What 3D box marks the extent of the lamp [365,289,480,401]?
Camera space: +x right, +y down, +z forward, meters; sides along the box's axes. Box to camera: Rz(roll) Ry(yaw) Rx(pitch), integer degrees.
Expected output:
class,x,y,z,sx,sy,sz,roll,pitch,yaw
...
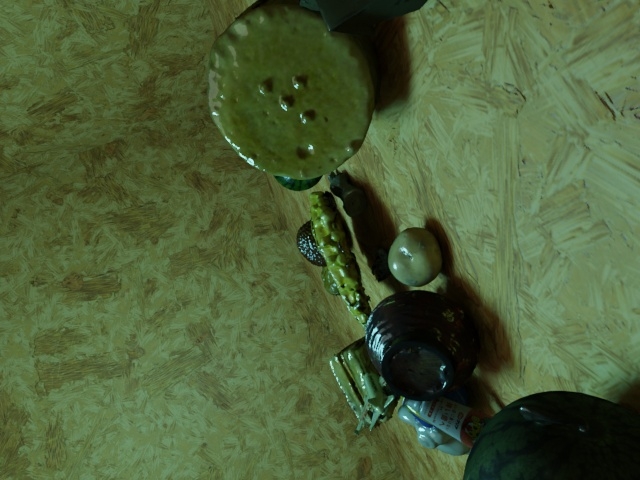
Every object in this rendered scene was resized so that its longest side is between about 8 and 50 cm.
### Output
class,x,y,z,sx,sy,sz,roll,pitch,yaw
lamp,0.213,0.216,0.899,0.247,0.247,0.247,157,90,-79

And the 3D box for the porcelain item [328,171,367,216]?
class,x,y,z,sx,sy,sz,roll,pitch,yaw
porcelain item,0.066,-0.158,1.256,0.216,0.069,0.081,-120,7,-53

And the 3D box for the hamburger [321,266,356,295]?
class,x,y,z,sx,sy,sz,roll,pitch,yaw
hamburger,0.069,0.124,1.649,0.183,0.130,0.206,55,162,40

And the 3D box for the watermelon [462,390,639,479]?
class,x,y,z,sx,sy,sz,roll,pitch,yaw
watermelon,0.311,0.337,0.500,0.279,0.278,0.359,-137,30,-65

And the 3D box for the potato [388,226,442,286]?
class,x,y,z,sx,sy,sz,roll,pitch,yaw
potato,0.199,0.037,0.891,0.112,0.112,0.147,-125,23,-48

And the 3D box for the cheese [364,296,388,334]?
class,x,y,z,sx,sy,sz,roll,pitch,yaw
cheese,0.242,0.338,1.252,0.316,0.128,0.259,61,166,17

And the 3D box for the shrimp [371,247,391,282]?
class,x,y,z,sx,sy,sz,roll,pitch,yaw
shrimp,0.176,0.082,1.224,0.065,0.056,0.165,46,152,20

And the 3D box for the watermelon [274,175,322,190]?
class,x,y,z,sx,sy,sz,roll,pitch,yaw
watermelon,-0.073,-0.255,1.369,0.215,0.188,0.188,-127,16,-75

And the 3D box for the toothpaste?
class,x,y,z,sx,sy,sz,roll,pitch,yaw
toothpaste,0.295,0.388,0.910,0.234,0.089,0.057,21,172,23

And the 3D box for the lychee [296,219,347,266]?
class,x,y,z,sx,sy,sz,roll,pitch,yaw
lychee,0.002,0.003,1.529,0.194,0.194,0.194,157,90,-79

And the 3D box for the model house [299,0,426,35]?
class,x,y,z,sx,sy,sz,roll,pitch,yaw
model house,0.011,-0.375,0.556,0.211,0.243,0.204,67,169,-2

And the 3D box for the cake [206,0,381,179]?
class,x,y,z,sx,sy,sz,roll,pitch,yaw
cake,-0.035,-0.327,0.861,0.321,0.332,0.332,-75,-26,-52

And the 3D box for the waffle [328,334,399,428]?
class,x,y,z,sx,sy,sz,roll,pitch,yaw
waffle,0.182,0.477,1.490,0.261,0.114,0.376,59,-165,13

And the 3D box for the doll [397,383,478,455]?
class,x,y,z,sx,sy,sz,roll,pitch,yaw
doll,0.309,0.445,1.014,0.311,0.159,0.243,26,117,37

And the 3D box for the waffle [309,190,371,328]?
class,x,y,z,sx,sy,sz,roll,pitch,yaw
waffle,0.062,0.051,1.237,0.380,0.095,0.382,-105,-9,-62

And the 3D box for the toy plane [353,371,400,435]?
class,x,y,z,sx,sy,sz,roll,pitch,yaw
toy plane,0.164,0.436,1.196,0.092,0.229,0.244,33,-175,4
